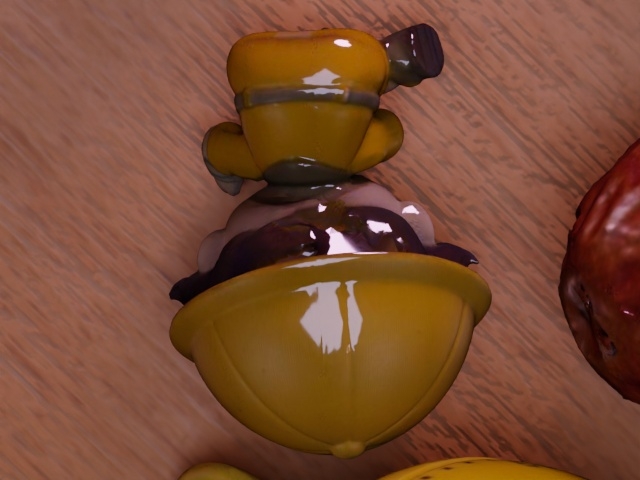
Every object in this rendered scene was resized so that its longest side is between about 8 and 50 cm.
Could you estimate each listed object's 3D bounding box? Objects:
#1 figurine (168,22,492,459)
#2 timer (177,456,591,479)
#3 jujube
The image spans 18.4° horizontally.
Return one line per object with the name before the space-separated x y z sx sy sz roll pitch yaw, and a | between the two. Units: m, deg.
figurine | -0.001 0.001 1.177 0.192 0.167 0.257 -7 97 17
timer | 0.067 0.303 1.163 0.387 0.376 0.376 -10 103 47
jujube | 0.282 -0.002 1.161 0.290 0.197 0.197 -21 99 -10
